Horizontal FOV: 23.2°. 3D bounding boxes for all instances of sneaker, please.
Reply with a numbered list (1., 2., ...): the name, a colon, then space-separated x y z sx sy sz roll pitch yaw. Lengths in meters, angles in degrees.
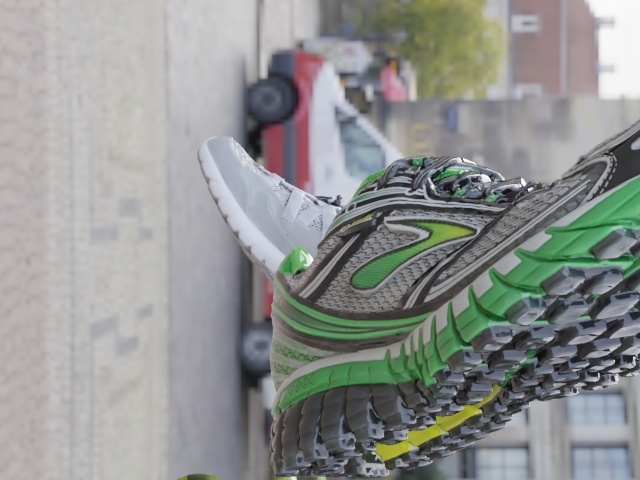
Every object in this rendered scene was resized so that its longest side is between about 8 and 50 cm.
1. sneaker: 0.000 0.000 1.417 0.281 0.115 0.105 47 -6 13
2. sneaker: 0.070 0.009 0.750 0.343 0.134 0.146 -32 -117 47

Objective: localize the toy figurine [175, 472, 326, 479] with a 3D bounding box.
1. toy figurine: -0.062 0.355 1.198 0.217 0.191 0.362 -1 70 -63
